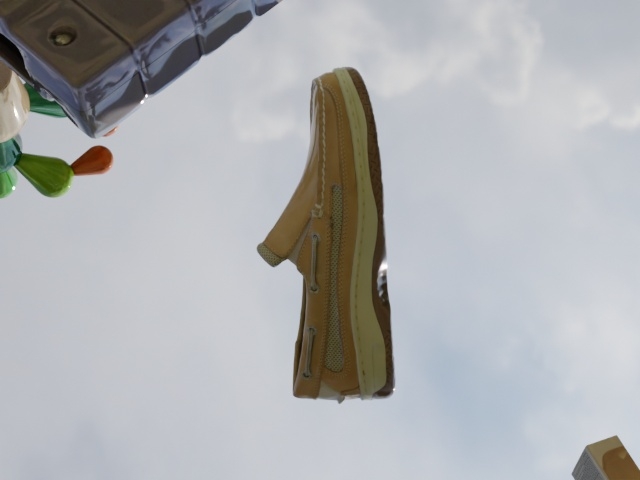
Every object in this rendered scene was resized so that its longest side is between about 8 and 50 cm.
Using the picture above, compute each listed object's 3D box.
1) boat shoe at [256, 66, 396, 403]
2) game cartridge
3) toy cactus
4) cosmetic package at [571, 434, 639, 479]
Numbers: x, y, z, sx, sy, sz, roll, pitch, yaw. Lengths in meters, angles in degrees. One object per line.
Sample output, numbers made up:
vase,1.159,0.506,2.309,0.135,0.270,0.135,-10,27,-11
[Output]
boat shoe,0.000,0.000,0.867,0.072,0.190,0.068,-5,-173,-1
game cartridge,-0.149,-0.226,0.868,0.230,0.068,0.355,-42,-121,-15
toy cactus,-0.218,-0.083,1.039,0.219,0.180,0.112,-23,-105,-15
cosmetic package,0.308,0.264,1.590,0.041,0.060,0.115,-15,-124,-23
